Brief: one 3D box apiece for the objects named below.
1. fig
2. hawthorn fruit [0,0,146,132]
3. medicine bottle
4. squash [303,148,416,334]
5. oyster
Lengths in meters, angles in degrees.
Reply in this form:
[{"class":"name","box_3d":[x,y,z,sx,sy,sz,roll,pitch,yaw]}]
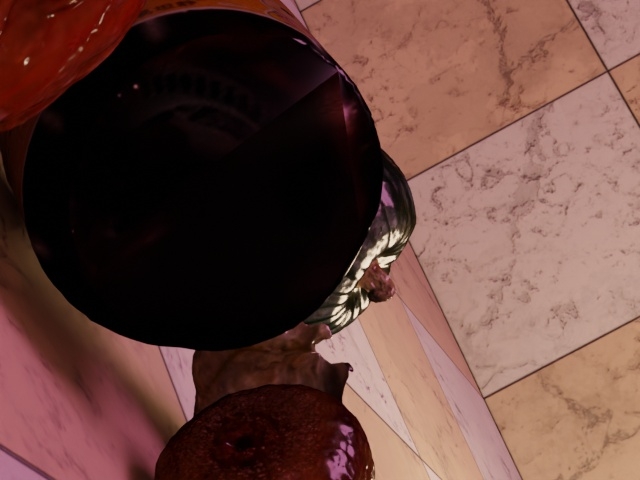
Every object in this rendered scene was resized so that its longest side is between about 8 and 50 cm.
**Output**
[{"class":"fig","box_3d":[-0.019,0.200,1.291,0.134,0.146,0.201,-55,132,-46]},{"class":"hawthorn fruit","box_3d":[-0.183,-0.192,1.109,0.242,0.272,0.242,63,-2,5]},{"class":"medicine bottle","box_3d":[-0.123,-0.092,1.372,0.242,0.242,0.395,57,-6,-29]},{"class":"squash","box_3d":[-0.004,-0.004,1.858,0.172,0.218,0.218,21,13,-5]},{"class":"oyster","box_3d":[-0.015,0.194,1.411,0.271,0.100,0.275,48,-34,16]}]
